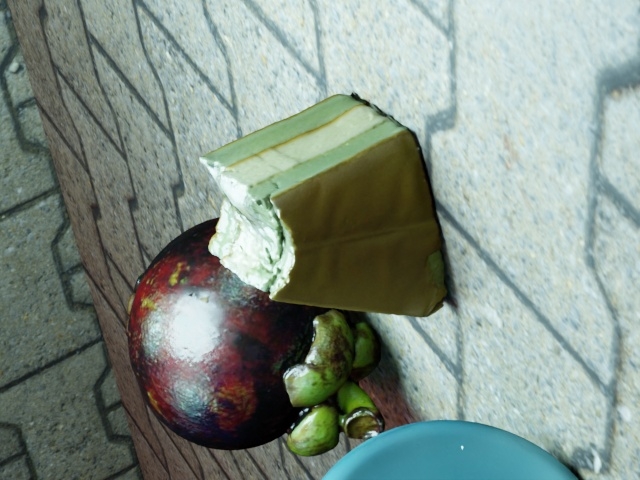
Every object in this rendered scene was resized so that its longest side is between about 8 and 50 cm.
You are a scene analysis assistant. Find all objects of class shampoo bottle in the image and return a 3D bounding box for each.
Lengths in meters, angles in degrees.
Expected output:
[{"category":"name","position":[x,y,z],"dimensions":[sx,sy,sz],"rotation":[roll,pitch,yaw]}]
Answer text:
[{"category":"shampoo bottle","position":[0.115,0.390,1.730],"dimensions":[0.331,0.331,0.342],"rotation":[56,161,22]}]

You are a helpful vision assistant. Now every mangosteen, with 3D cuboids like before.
[{"category":"mangosteen","position":[-0.084,0.118,2.021],"dimensions":[0.311,0.311,0.311],"rotation":[54,161,28]}]

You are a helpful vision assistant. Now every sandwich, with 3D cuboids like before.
[{"category":"sandwich","position":[0.000,0.000,1.713],"dimensions":[0.155,0.198,0.227],"rotation":[38,150,54]}]
